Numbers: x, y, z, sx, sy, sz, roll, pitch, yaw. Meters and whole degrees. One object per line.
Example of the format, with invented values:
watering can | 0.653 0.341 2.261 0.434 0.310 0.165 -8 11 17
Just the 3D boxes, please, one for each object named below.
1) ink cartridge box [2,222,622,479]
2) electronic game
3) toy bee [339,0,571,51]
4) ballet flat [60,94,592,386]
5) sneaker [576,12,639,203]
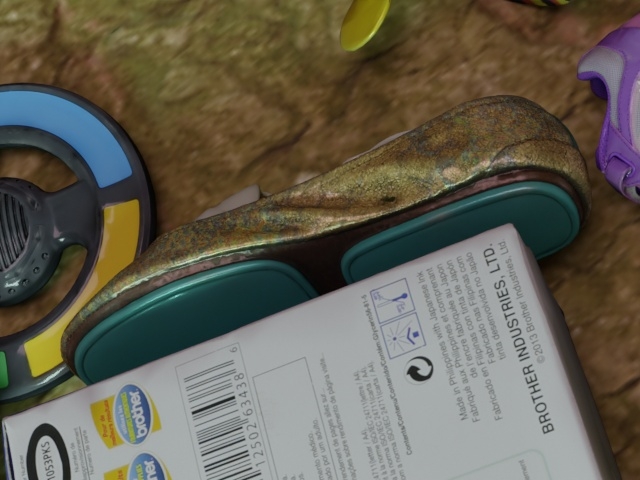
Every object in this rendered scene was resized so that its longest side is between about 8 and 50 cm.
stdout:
ink cartridge box | -0.019 0.192 1.111 0.395 0.151 0.270 -21 56 8
electronic game | -0.219 0.000 1.325 0.229 0.048 0.229 -6 72 17
toy bee | 0.037 -0.240 1.279 0.195 0.162 0.298 -44 89 -8
ballet flat | 0.000 0.000 1.225 0.348 0.123 0.123 -20 67 12
sneaker | 0.223 -0.044 1.170 0.104 0.095 0.236 -27 61 16
